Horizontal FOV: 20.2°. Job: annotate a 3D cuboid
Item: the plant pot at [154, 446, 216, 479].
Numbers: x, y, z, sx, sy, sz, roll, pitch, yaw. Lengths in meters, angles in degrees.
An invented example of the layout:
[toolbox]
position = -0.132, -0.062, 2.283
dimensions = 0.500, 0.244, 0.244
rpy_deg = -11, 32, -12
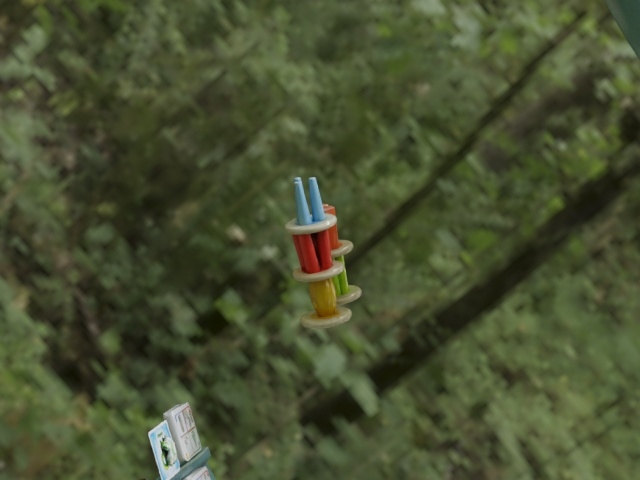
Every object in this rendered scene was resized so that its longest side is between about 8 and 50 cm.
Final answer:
[plant pot]
position = -0.164, 0.446, 1.863
dimensions = 0.334, 0.341, 0.341
rpy_deg = 55, 13, 1

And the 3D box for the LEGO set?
[LEGO set]
position = -0.141, 0.258, 1.665
dimensions = 0.244, 0.060, 0.182
rpy_deg = -26, 100, -82

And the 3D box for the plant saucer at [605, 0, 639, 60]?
[plant saucer]
position = 0.370, -0.181, 1.816
dimensions = 0.317, 0.044, 0.317
rpy_deg = 45, 22, -24

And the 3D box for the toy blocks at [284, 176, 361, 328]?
[toy blocks]
position = 0.000, 0.000, 1.806
dimensions = 0.123, 0.054, 0.148
rpy_deg = -62, 145, -71
